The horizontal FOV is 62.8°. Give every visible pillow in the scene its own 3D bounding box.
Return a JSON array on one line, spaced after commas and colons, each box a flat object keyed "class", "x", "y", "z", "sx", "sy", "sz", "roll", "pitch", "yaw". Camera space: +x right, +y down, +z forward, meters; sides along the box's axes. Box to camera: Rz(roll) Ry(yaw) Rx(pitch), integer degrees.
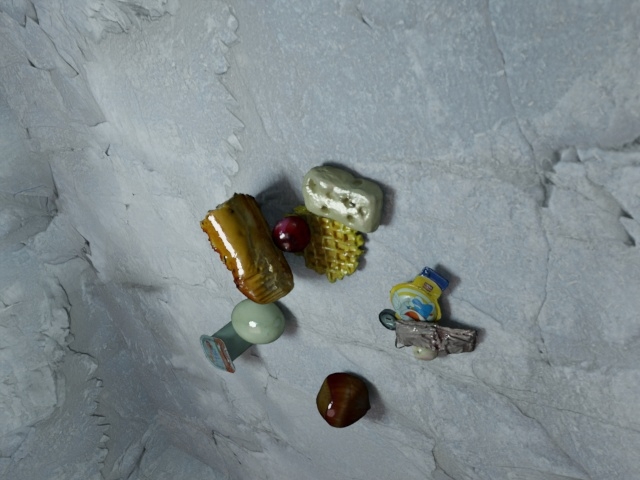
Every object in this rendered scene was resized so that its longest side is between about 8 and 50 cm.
[{"class": "pillow", "x": 0.357, "y": 0.307, "z": 1.640, "sx": 0.249, "sy": 0.049, "sz": 0.135, "roll": 7, "pitch": 142, "yaw": 14}]

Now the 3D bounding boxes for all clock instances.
[{"class": "clock", "x": 0.239, "y": 0.272, "z": 1.799, "sx": 0.085, "sy": 0.017, "sz": 0.085, "roll": 23, "pitch": 133, "yaw": 27}]

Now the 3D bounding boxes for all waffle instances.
[{"class": "waffle", "x": 0.002, "y": -0.002, "z": 1.766, "sx": 0.312, "sy": 0.060, "sz": 0.307, "roll": 38, "pitch": 137, "yaw": 9}]

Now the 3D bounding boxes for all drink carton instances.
[{"class": "drink carton", "x": -0.414, "y": 0.456, "z": 2.371, "sx": 0.191, "sy": 0.190, "sz": 0.185, "roll": 0, "pitch": 121, "yaw": 41}]

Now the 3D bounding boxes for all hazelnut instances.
[{"class": "hazelnut", "x": 0.092, "y": 0.637, "z": 2.082, "sx": 0.230, "sy": 0.229, "sz": 0.229, "roll": 23, "pitch": 133, "yaw": 27}]

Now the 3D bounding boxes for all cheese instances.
[{"class": "cheese", "x": 0.064, "y": -0.127, "z": 1.584, "sx": 0.263, "sy": 0.093, "sz": 0.159, "roll": 25, "pitch": 128, "yaw": 23}, {"class": "cheese", "x": 0.306, "y": 0.180, "z": 1.631, "sx": 0.177, "sy": 0.069, "sz": 0.270, "roll": 36, "pitch": 137, "yaw": 12}]

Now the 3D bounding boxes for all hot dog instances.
[{"class": "hot dog", "x": -0.231, "y": 0.043, "z": 1.766, "sx": 0.196, "sy": 0.367, "sz": 0.365, "roll": -31, "pitch": 89, "yaw": 6}]

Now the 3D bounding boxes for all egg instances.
[{"class": "egg", "x": -0.256, "y": 0.326, "z": 2.139, "sx": 0.253, "sy": 0.186, "sz": 0.186, "roll": 9, "pitch": 125, "yaw": 36}]

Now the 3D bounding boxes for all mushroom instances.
[{"class": "mushroom", "x": 0.349, "y": 0.363, "z": 1.736, "sx": 0.084, "sy": 0.067, "sz": 0.083, "roll": 13, "pitch": 160, "yaw": 5}]

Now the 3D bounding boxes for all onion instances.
[{"class": "onion", "x": -0.095, "y": -0.017, "z": 1.697, "sx": 0.131, "sy": 0.131, "sz": 0.131, "roll": 23, "pitch": 133, "yaw": 27}]

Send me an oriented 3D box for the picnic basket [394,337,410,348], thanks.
[{"class": "picnic basket", "x": 0.283, "y": 0.329, "z": 1.764, "sx": 0.083, "sy": 0.072, "sz": 0.072, "roll": -37, "pitch": 94, "yaw": 38}]
